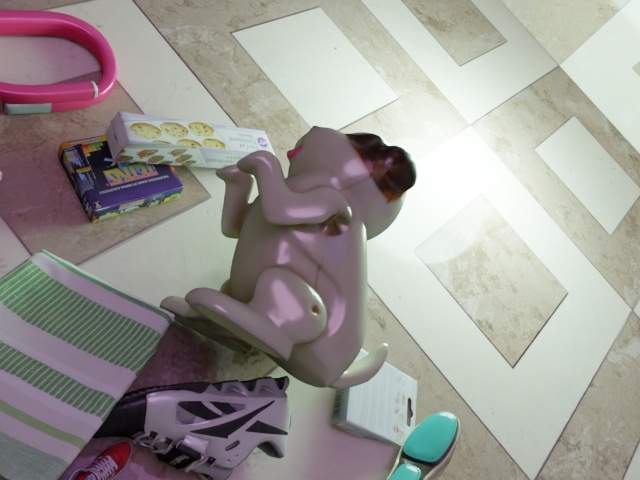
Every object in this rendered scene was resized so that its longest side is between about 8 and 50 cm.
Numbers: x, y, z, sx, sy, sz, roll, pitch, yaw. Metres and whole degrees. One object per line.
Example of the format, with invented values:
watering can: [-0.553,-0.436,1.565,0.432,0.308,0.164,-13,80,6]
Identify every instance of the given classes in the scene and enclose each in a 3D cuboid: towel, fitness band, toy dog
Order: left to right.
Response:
fitness band: [-0.519,-0.331,1.072,0.291,0.054,0.209,-15,70,-37]
towel: [-0.363,0.144,0.756,0.248,0.038,0.325,26,31,2]
toy dog: [0.000,0.000,0.938,0.395,0.284,0.407,29,71,-9]

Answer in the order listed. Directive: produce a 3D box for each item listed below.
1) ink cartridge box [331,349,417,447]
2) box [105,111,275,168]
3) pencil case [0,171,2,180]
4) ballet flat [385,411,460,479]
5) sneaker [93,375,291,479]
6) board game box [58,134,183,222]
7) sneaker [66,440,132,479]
ink cartridge box: [0.103,0.293,1.077,0.179,0.045,0.145,35,47,-31]
box: [-0.231,-0.179,1.095,0.324,0.063,0.067,-2,62,-46]
pencil case: [-0.553,-0.006,0.811,0.124,0.124,0.284,21,56,-18]
ballet flat: [0.167,0.401,1.017,0.086,0.086,0.248,49,51,4]
sneaker: [-0.182,0.279,0.848,0.331,0.122,0.146,4,69,-32]
board game box: [-0.352,-0.121,1.045,0.170,0.048,0.141,-22,74,-37]
sneaker: [-0.301,0.313,0.798,0.042,0.067,0.118,48,50,4]
